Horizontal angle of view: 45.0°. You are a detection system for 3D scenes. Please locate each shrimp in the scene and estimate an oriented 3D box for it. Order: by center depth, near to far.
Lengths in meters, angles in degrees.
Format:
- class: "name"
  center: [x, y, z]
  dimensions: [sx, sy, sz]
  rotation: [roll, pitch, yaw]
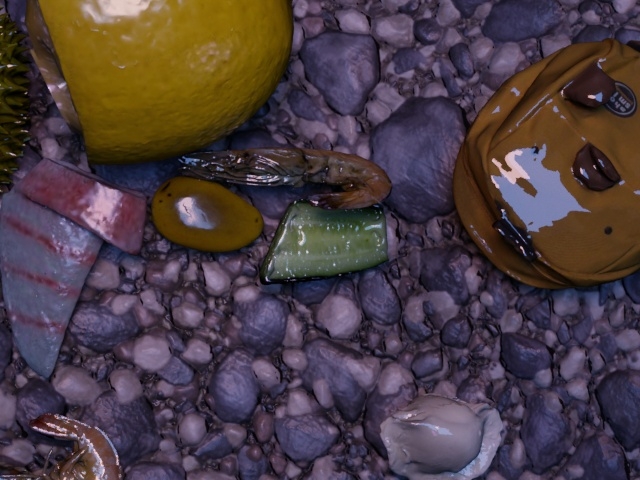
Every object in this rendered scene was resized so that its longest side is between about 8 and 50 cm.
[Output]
- class: "shrimp"
  center: [-0.383, 0.296, 1.025]
  dimensions: [0.251, 0.052, 0.144]
  rotation: [24, 69, -12]
- class: "shrimp"
  center: [-0.039, -0.083, 1.055]
  dimensions: [0.296, 0.169, 0.058]
  rotation: [-3, 118, -21]

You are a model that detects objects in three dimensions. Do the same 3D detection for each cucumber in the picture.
- class: "cucumber"
  center: [0.000, 0.000, 1.100]
  dimensions: [0.193, 0.086, 0.115]
  rotation: [-5, 84, -15]

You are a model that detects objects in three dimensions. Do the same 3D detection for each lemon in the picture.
- class: "lemon"
  center: [-0.192, -0.277, 0.979]
  dimensions: [0.364, 0.364, 0.364]
  rotation: [1, 82, -8]

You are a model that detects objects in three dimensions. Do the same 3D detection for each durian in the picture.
- class: "durian"
  center: [-0.489, -0.150, 1.021]
  dimensions: [0.169, 0.158, 0.352]
  rotation: [24, 83, 8]

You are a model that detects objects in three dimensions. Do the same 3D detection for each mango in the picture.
- class: "mango"
  center: [-0.157, -0.035, 1.087]
  dimensions: [0.161, 0.076, 0.103]
  rotation: [16, 73, -14]

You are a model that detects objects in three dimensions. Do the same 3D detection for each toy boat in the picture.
- class: "toy boat"
  center: [-0.362, 0.039, 1.054]
  dimensions: [0.206, 0.096, 0.282]
  rotation: [21, 92, 2]

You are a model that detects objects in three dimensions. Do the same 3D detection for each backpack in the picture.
- class: "backpack"
  center: [0.383, -0.099, 1.105]
  dimensions: [0.353, 0.201, 0.378]
  rotation: [45, 76, 4]

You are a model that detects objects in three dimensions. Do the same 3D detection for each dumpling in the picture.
- class: "dumpling"
  center: [0.165, 0.280, 1.075]
  dimensions: [0.188, 0.108, 0.127]
  rotation: [3, 107, -21]
